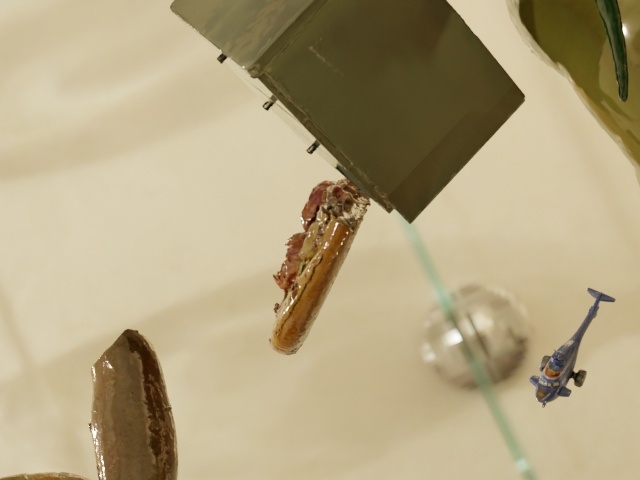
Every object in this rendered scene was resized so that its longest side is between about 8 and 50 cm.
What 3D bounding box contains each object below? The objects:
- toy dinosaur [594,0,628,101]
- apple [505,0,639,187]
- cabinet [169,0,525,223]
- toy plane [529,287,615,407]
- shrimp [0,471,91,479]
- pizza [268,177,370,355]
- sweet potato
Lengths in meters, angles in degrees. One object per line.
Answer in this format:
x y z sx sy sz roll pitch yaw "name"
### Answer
0.134 -0.306 1.018 0.301 0.087 0.447 -23 -89 -86 "toy dinosaur"
0.340 -0.209 1.259 0.320 0.360 0.312 50 -175 -23 "apple"
0.021 -0.142 1.274 0.206 0.150 0.145 44 179 -38 "cabinet"
0.288 0.124 1.905 0.054 0.167 0.062 22 143 22 "toy plane"
-0.324 0.291 1.671 0.053 0.236 0.133 -114 29 -52 "shrimp"
0.000 0.000 1.452 0.193 0.053 0.201 -64 -1 -46 "pizza"
-0.156 0.199 1.405 0.077 0.077 0.244 48 -145 -72 "sweet potato"
